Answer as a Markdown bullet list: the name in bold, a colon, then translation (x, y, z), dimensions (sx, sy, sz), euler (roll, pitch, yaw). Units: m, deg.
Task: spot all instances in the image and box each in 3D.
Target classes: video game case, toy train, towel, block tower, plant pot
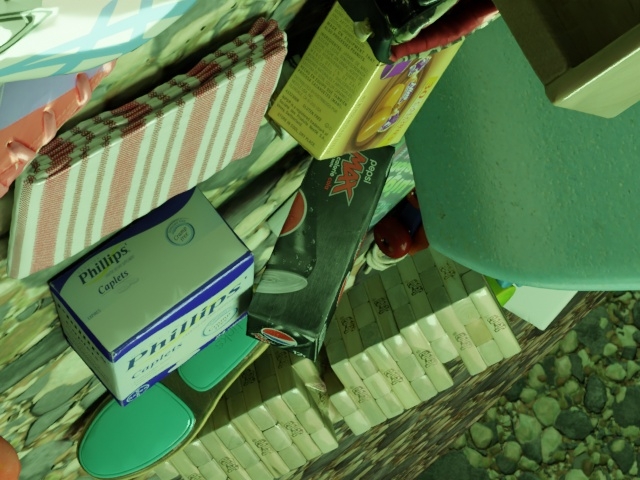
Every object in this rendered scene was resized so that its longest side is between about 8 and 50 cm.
- **video game case**: translation (0.056, -0.066, 1.424), dimensions (0.173, 0.022, 0.190), euler (-44, 165, 18)
- **toy train**: translation (0.129, 0.019, 1.615), dimensions (0.105, 0.143, 0.248), euler (-30, 163, -31)
- **towel**: translation (-0.111, -0.054, 1.040), dimensions (0.197, 0.029, 0.144), euler (-31, 165, -25)
- **block tower**: translation (0.006, 0.123, 1.520), dimensions (0.335, 0.091, 0.097), euler (-27, 126, 7)
- **plant pot**: translation (0.203, -0.089, 1.254), dimensions (0.252, 0.247, 0.248), euler (-11, -176, 35)

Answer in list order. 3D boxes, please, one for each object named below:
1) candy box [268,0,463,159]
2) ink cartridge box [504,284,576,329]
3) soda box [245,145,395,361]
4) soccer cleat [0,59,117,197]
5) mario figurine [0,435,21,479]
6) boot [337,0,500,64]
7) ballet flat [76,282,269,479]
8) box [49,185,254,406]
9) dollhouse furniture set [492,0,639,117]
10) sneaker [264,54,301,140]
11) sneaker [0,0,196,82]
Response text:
- **candy box**: translation (0.054, -0.143, 1.076), dimensions (0.109, 0.053, 0.187), euler (-16, 145, -58)
- **ink cartridge box**: translation (0.262, -0.066, 1.652), dimensions (0.197, 0.114, 0.273), euler (-54, 177, -35)
- **soda box**: translation (0.000, 0.000, 1.262), dimensions (0.053, 0.060, 0.169), euler (101, 10, -67)
- **soccer cleat**: translation (-0.151, -0.061, 0.729), dimensions (0.318, 0.116, 0.108), euler (-35, 164, -17)
- **mario figurine**: translation (-0.317, 0.237, 1.082), dimensions (0.320, 0.198, 0.170), euler (-37, 153, 5)
- **boot**: translation (-0.013, -0.157, 0.648), dimensions (0.085, 0.178, 0.236), euler (-38, 170, 27)
- **ballet flat**: translation (-0.116, 0.124, 1.468), dimensions (0.232, 0.080, 0.073), euler (-42, -178, 13)
- **box**: translation (-0.118, 0.042, 1.214), dimensions (0.126, 0.072, 0.137), euler (-37, 165, -15)
- **dollhouse furniture set**: translation (0.170, -0.246, 0.635), dimensions (0.303, 0.286, 0.198), euler (-33, 169, 24)
- **sneaker**: translation (-0.020, -0.095, 1.126), dimensions (0.037, 0.032, 0.083), euler (-36, 166, -12)
- **sneaker**: translation (-0.133, -0.103, 0.646), dimensions (0.237, 0.085, 0.086), euler (-19, 176, -24)
